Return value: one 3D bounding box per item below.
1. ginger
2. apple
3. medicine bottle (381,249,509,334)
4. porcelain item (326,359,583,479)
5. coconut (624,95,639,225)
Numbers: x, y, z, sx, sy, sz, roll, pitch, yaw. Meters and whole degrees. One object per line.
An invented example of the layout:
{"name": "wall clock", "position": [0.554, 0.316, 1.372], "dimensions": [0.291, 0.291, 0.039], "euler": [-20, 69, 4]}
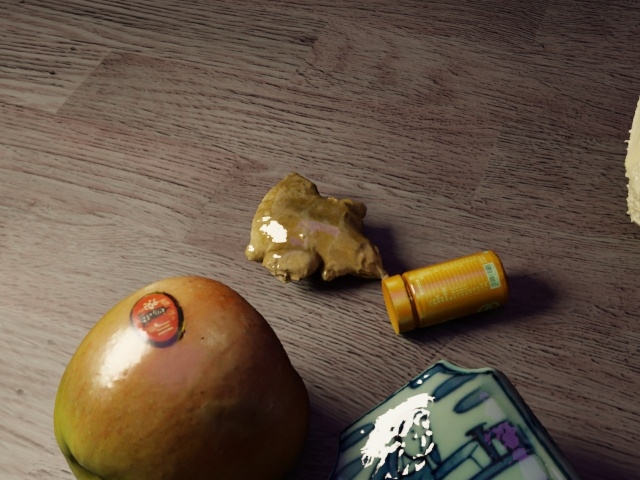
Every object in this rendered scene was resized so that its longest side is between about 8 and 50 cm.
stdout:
{"name": "ginger", "position": [0.000, 0.000, 1.228], "dimensions": [0.270, 0.123, 0.219], "euler": [29, 58, 27]}
{"name": "apple", "position": [-0.199, 0.223, 0.944], "dimensions": [0.305, 0.339, 0.338], "euler": [-37, 55, -23]}
{"name": "medicine bottle", "position": [0.205, 0.084, 1.148], "dimensions": [0.191, 0.096, 0.096], "euler": [-15, 51, -4]}
{"name": "porcelain item", "position": [0.169, 0.317, 0.874], "dimensions": [0.281, 0.157, 0.286], "euler": [-35, 53, 7]}
{"name": "coconut", "position": [0.654, -0.147, 1.151], "dimensions": [0.297, 0.298, 0.310], "euler": [15, 58, 20]}
